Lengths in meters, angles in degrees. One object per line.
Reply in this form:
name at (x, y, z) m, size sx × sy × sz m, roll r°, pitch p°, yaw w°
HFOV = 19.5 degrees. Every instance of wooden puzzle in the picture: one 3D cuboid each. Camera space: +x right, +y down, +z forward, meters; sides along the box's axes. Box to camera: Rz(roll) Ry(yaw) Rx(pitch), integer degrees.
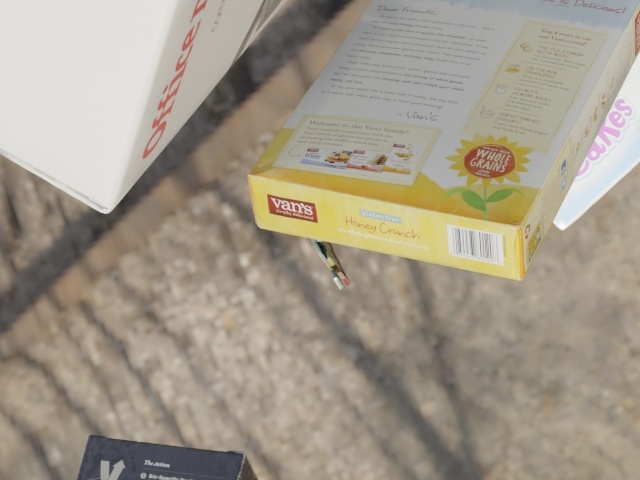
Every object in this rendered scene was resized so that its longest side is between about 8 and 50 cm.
wooden puzzle at (0.000, 0.000, 1.203) m, size 0.083 × 0.006 × 0.049 m, roll 63°, pitch -174°, yaw 34°

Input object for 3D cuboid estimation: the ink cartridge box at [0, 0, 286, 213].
ink cartridge box at (-0.069, -0.252, 1.087) m, size 0.166 × 0.395 × 0.285 m, roll 30°, pitch 140°, yaw 6°

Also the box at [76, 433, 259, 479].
box at (-0.150, 0.274, 1.720) m, size 0.093 × 0.156 × 0.158 m, roll 69°, pitch -150°, yaw -58°

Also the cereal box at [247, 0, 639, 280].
cereal box at (0.084, -0.082, 1.147) m, size 0.173 × 0.240 × 0.047 m, roll 12°, pitch 134°, yaw 23°

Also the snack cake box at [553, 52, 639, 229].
snack cake box at (0.272, -0.136, 1.566) m, size 0.089 × 0.264 × 0.152 m, roll 46°, pitch -168°, yaw -2°
